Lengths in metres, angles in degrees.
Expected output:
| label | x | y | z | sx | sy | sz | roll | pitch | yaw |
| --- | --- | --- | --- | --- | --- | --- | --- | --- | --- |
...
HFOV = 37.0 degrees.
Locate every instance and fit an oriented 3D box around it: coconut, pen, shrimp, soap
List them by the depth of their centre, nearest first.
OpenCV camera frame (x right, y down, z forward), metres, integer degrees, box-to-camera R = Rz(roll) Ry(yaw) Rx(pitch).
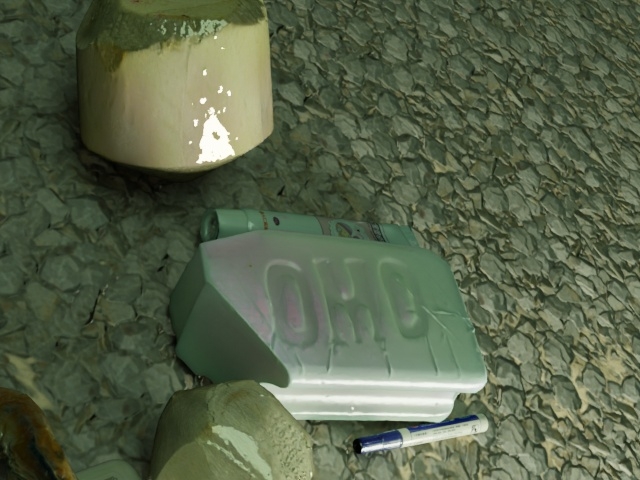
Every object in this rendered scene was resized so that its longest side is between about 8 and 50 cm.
| label | x | y | z | sx | sy | sz | roll | pitch | yaw |
| --- | --- | --- | --- | --- | --- | --- | --- | --- | --- |
| shrimp | -0.299 | 0.213 | 0.866 | 0.152 | 0.046 | 0.219 | -18 | 47 | -41 |
| coconut | -0.097 | 0.220 | 0.963 | 0.162 | 0.161 | 0.161 | 39 | 47 | -2 |
| soap | 0.006 | 0.099 | 1.128 | 0.347 | 0.115 | 0.208 | 7 | 51 | -29 |
| coconut | -0.171 | -0.184 | 1.138 | 0.239 | 0.244 | 0.239 | 4 | 33 | -3 |
| pen | 0.127 | 0.238 | 1.181 | 0.204 | 0.025 | 0.025 | -2 | 62 | -34 |

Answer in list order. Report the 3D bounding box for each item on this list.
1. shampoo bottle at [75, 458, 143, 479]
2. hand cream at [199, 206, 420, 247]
| label | x | y | z | sx | sy | sz | roll | pitch | yaw |
| --- | --- | --- | --- | --- | --- | --- | --- | --- | --- |
| shampoo bottle | -0.257 | 0.283 | 0.885 | 0.221 | 0.051 | 0.108 | -15 | 66 | -38 |
| hand cream | 0.000 | 0.000 | 1.247 | 0.331 | 0.058 | 0.085 | 7 | 40 | -35 |
